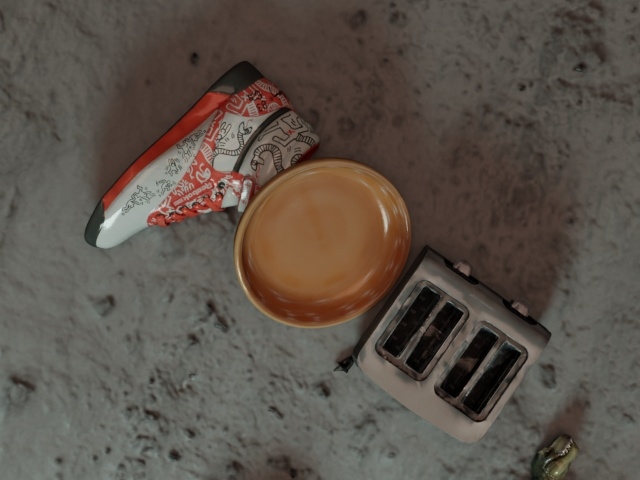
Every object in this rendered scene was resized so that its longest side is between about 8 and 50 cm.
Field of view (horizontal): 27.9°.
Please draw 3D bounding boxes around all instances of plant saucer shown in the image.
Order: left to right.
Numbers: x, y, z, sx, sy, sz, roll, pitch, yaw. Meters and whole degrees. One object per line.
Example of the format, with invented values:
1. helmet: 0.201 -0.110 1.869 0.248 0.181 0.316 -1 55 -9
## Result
1. plant saucer: 0.000 0.000 1.400 0.200 0.037 0.200 -7 115 -15

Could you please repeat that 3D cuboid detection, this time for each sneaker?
1. sneaker: -0.123 -0.056 1.414 0.145 0.090 0.270 44 87 4

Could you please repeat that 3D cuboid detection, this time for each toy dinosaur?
1. toy dinosaur: 0.245 0.350 1.396 0.118 0.064 0.268 23 73 15

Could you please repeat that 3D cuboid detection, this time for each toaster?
1. toaster: 0.134 0.118 1.396 0.168 0.110 0.185 35 89 2
